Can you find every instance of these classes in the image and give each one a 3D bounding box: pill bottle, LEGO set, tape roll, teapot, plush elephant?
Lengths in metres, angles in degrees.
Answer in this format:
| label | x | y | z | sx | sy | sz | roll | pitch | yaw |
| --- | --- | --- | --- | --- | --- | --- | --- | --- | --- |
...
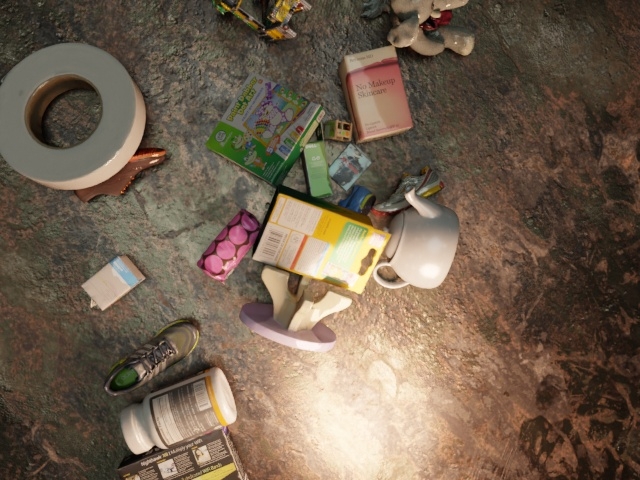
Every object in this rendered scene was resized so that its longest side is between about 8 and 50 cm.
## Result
| label | x | y | z | sx | sy | sz | roll | pitch | yaw |
| --- | --- | --- | --- | --- | --- | --- | --- | --- | --- |
| pill bottle | -0.384 | 0.466 | 1.496 | 0.278 | 0.162 | 0.162 | -20 | 94 | -4 |
| LEGO set | -0.112 | -0.688 | 1.437 | 0.255 | 0.192 | 0.331 | 39 | 83 | -31 |
| tape roll | -0.658 | -0.326 | 1.436 | 0.392 | 0.072 | 0.392 | -1 | 79 | 4 |
| teapot | 0.255 | 0.007 | 1.517 | 0.187 | 0.252 | 0.256 | 14 | 83 | -2 |
| plush elephant | 0.279 | -0.636 | 1.466 | 0.330 | 0.255 | 0.271 | -2 | 107 | -1 |

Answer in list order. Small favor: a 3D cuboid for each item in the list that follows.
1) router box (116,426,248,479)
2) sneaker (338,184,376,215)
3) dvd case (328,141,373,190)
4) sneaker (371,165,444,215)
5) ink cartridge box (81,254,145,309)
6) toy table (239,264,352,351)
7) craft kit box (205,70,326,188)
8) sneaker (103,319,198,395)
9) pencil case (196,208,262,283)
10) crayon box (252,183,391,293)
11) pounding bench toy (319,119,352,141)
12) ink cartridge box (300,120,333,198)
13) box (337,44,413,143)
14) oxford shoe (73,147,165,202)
| label | x | y | z | sx | sy | sz | roll | pitch | yaw |
| --- | --- | --- | --- | --- | --- | --- | --- | --- | --- |
| router box | -0.374 | 0.678 | 1.543 | 0.309 | 0.081 | 0.242 | -20 | 94 | -5 |
| sneaker | 0.074 | -0.063 | 1.583 | 0.082 | 0.069 | 0.209 | 35 | 97 | 25 |
| dvd case | 0.083 | -0.215 | 1.596 | 0.087 | 0.013 | 0.119 | 42 | 86 | -6 |
| sneaker | 0.242 | -0.139 | 1.588 | 0.225 | 0.088 | 0.092 | -28 | 89 | -13 |
| ink cartridge box | -0.571 | 0.118 | 1.498 | 0.143 | 0.092 | 0.090 | -39 | 95 | -4 |
| toy table | -0.064 | 0.180 | 1.492 | 0.274 | 0.252 | 0.160 | 17 | 106 | -19 |
| craft kit box | -0.152 | -0.304 | 1.496 | 0.247 | 0.061 | 0.249 | 30 | 88 | 25 |
| sneaker | -0.462 | 0.332 | 1.501 | 0.300 | 0.121 | 0.111 | -39 | 96 | -4 |
| pencil case | -0.244 | 0.016 | 1.532 | 0.098 | 0.095 | 0.209 | 36 | 88 | 25 |
| crayon box | 0.000 | 0.000 | 1.492 | 0.323 | 0.083 | 0.203 | 20 | 112 | -13 |
| pounding bench toy | 0.044 | -0.313 | 1.573 | 0.065 | 0.083 | 0.052 | 2 | 95 | -38 |
| ink cartridge box | -0.018 | -0.220 | 1.537 | 0.062 | 0.109 | 0.209 | -10 | 93 | -7 |
| box | 0.152 | -0.405 | 1.540 | 0.149 | 0.127 | 0.232 | -15 | 94 | -5 |
| oxford shoe | -0.544 | -0.182 | 1.502 | 0.271 | 0.097 | 0.098 | -18 | 112 | 0 |
